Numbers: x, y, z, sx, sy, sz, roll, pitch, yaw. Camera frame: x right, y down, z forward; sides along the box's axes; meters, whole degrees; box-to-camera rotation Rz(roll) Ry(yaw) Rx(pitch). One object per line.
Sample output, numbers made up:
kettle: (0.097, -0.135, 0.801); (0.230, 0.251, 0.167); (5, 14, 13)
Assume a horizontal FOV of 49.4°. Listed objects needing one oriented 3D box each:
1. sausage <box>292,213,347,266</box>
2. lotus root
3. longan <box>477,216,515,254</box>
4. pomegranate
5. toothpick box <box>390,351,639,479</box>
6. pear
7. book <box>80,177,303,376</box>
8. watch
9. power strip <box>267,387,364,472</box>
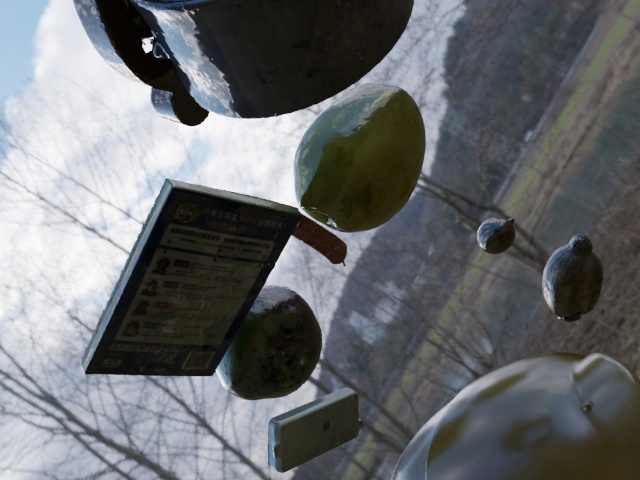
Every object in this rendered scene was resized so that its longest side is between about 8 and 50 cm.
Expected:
sausage: (0.000, -0.001, 1.572); (0.065, 0.169, 0.065); (-36, 36, 31)
lotus root: (0.525, 0.078, 1.453); (0.120, 0.120, 0.209); (-43, -41, -52)
longan: (0.455, -0.017, 1.788); (0.113, 0.092, 0.113); (-48, -4, -4)
pomegranate: (-0.150, 0.249, 1.707); (0.285, 0.285, 0.341); (-54, 15, -22)
toothpick box: (0.341, 0.375, 0.990); (0.425, 0.409, 0.409); (-45, -8, 17)
pear: (0.078, -0.164, 1.399); (0.253, 0.253, 0.307); (79, -147, -73)
book: (-0.244, 0.093, 1.331); (0.300, 0.039, 0.427); (12, -63, -42)
watch: (-0.069, -0.308, 0.751); (0.314, 0.327, 0.335); (62, -141, -50)
power strip: (-0.010, 0.412, 1.525); (0.271, 0.046, 0.117); (-11, -75, -42)
